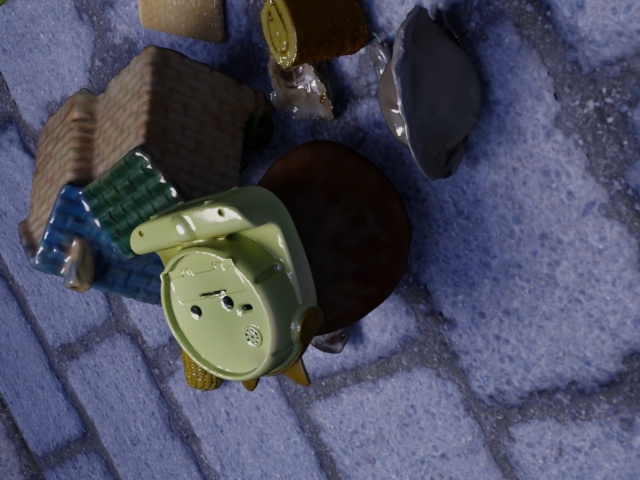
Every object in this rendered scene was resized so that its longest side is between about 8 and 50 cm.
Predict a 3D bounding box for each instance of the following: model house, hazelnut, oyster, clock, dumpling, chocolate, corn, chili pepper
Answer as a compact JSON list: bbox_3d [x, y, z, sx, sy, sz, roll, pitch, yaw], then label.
[{"bbox_3d":[-0.323,-0.074,1.868,0.445,0.395,0.400,-30,46,42],"label":"model house"},{"bbox_3d":[0.002,-0.001,1.735,0.366,0.366,0.365,21,124,35],"label":"hazelnut"},{"bbox_3d":[-0.037,-0.328,1.793,0.162,0.107,0.232,5,132,37],"label":"oyster"},{"bbox_3d":[-0.140,0.096,1.565,0.286,0.117,0.348,-13,103,40],"label":"clock"},{"bbox_3d":[0.157,-0.231,1.569,0.163,0.204,0.293,18,132,50],"label":"dumpling"},{"bbox_3d":[-0.008,0.117,1.975,0.110,0.110,0.248,-5,104,45],"label":"chocolate"},{"bbox_3d":[-0.271,0.223,2.262,0.130,0.130,0.347,32,134,28],"label":"corn"},{"bbox_3d":[0.118,-0.294,1.690,0.050,0.041,0.153,-119,12,-79],"label":"chili pepper"}]

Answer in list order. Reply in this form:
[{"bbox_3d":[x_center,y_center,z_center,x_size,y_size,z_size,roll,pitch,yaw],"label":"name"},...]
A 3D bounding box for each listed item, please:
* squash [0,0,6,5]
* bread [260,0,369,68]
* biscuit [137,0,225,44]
[{"bbox_3d":[-0.788,-0.633,2.344,0.095,0.095,0.188,56,142,6],"label":"squash"},{"bbox_3d":[-0.010,-0.374,1.666,0.103,0.172,0.132,-23,86,52],"label":"bread"},{"bbox_3d":[-0.291,-0.500,1.978,0.250,0.030,0.160,19,122,36],"label":"biscuit"}]
